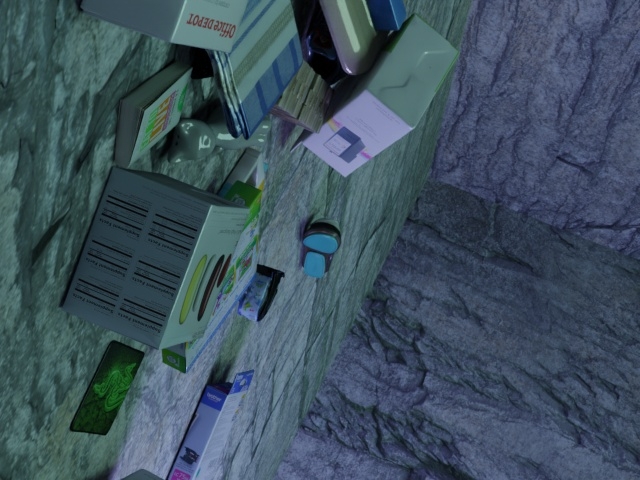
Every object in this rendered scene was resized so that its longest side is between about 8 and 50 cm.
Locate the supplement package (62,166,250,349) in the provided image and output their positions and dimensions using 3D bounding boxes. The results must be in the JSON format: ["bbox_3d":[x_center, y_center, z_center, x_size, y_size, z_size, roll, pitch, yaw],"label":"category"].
[{"bbox_3d":[-0.218,0.022,1.462,0.194,0.149,0.203,-3,115,-78],"label":"supplement package"}]

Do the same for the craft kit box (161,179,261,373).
[{"bbox_3d":[-0.185,0.064,1.814,0.250,0.061,0.247,-56,167,-36],"label":"craft kit box"}]

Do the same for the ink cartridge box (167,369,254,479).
[{"bbox_3d":[-0.247,0.426,2.391,0.311,0.065,0.186,-65,169,0],"label":"ink cartridge box"}]

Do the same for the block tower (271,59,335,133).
[{"bbox_3d":[-0.060,-0.260,1.823,0.335,0.097,0.091,15,97,-77],"label":"block tower"}]

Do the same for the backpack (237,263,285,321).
[{"bbox_3d":[-0.136,0.106,2.214,0.105,0.084,0.114,14,94,-80],"label":"backpack"}]

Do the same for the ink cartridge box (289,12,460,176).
[{"bbox_3d":[0.094,-0.257,2.037,0.207,0.119,0.353,-58,-167,-26],"label":"ink cartridge box"}]

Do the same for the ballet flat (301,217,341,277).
[{"bbox_3d":[0.000,0.000,2.689,0.280,0.095,0.096,114,-7,-65],"label":"ballet flat"}]

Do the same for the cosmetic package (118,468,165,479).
[{"bbox_3d":[-0.306,0.650,1.769,0.394,0.327,0.329,-63,170,5],"label":"cosmetic package"}]

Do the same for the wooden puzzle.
[{"bbox_3d":[0.107,-0.513,1.864,0.348,0.080,0.322,-59,144,-32],"label":"wooden puzzle"}]

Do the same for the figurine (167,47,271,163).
[{"bbox_3d":[-0.142,-0.214,1.566,0.209,0.092,0.215,-27,140,-62],"label":"figurine"}]

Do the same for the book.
[{"bbox_3d":[-0.220,-0.166,1.400,0.144,0.035,0.096,-56,168,-53],"label":"book"}]

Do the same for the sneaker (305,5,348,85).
[{"bbox_3d":[0.034,-0.389,1.991,0.125,0.104,0.262,-53,162,-47],"label":"sneaker"}]

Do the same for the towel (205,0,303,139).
[{"bbox_3d":[-0.101,-0.305,1.451,0.209,0.034,0.285,-58,146,-38],"label":"towel"}]

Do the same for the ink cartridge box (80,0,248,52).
[{"bbox_3d":[-0.133,-0.360,1.179,0.207,0.117,0.283,-26,137,-75],"label":"ink cartridge box"}]

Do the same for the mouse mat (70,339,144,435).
[{"bbox_3d":[-0.337,0.239,1.709,0.190,0.007,0.153,64,49,-77],"label":"mouse mat"}]

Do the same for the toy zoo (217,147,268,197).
[{"bbox_3d":[-0.165,-0.036,1.927,0.192,0.030,0.293,97,19,-55],"label":"toy zoo"}]
